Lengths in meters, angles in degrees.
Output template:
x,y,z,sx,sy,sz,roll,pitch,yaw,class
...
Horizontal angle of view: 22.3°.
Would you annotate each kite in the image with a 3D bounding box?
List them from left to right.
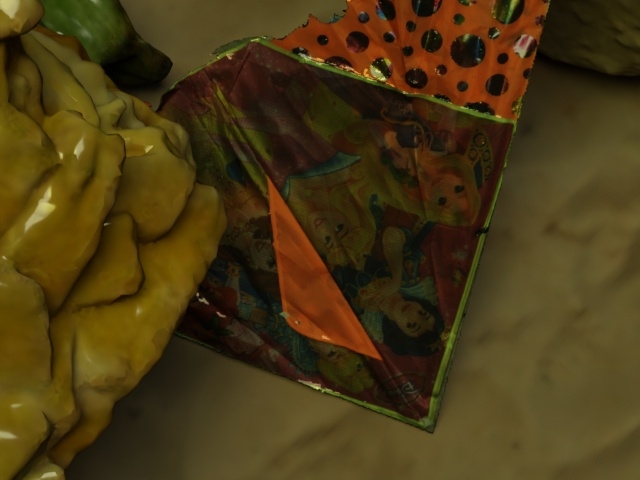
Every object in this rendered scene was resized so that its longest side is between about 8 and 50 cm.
x,y,z,sx,sy,sz,roll,pitch,yaw,class
0.000,0.000,0.424,0.222,0.008,0.125,-25,107,22,kite

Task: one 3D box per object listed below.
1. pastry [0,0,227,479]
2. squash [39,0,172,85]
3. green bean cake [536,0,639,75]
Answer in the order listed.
x,y,z,sx,sy,sz,roll,pitch,yaw,class
-0.128,0.051,0.353,0.154,0.102,0.250,33,82,-35,pastry
-0.181,-0.095,0.423,0.288,0.137,0.137,2,73,-8,squash
0.038,-0.124,0.439,0.179,0.109,0.085,29,74,6,green bean cake
